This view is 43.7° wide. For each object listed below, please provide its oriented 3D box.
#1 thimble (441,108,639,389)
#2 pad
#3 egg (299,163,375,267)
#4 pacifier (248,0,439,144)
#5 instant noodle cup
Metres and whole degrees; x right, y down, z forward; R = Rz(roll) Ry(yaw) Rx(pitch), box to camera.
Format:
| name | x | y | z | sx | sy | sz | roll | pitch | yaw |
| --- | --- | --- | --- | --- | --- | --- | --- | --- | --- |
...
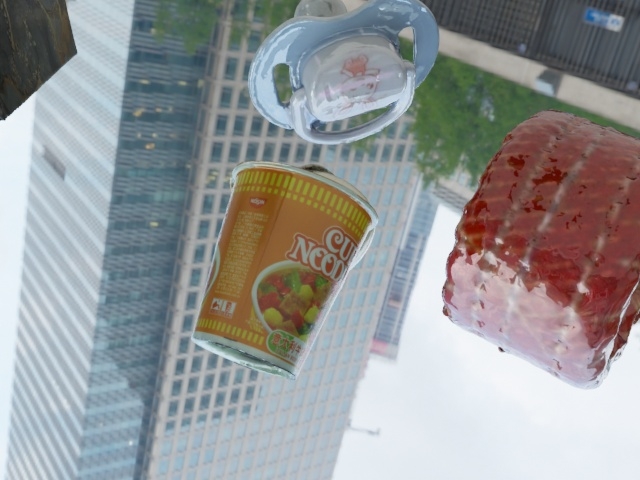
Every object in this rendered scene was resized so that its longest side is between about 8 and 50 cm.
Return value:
| name | x | y | z | sx | sy | sz | roll | pitch | yaw |
| --- | --- | --- | --- | --- | --- | --- | --- | --- | --- |
| thimble | 0.330 | 0.012 | 1.064 | 0.231 | 0.350 | 0.350 | 26 | -154 | 25 |
| pad | -0.247 | -0.295 | 0.590 | 0.007 | 0.367 | 0.247 | -6 | -155 | -1 |
| egg | -0.001 | -0.004 | 1.670 | 0.174 | 0.264 | 0.286 | 24 | -114 | 44 |
| pacifier | 0.027 | -0.277 | 1.183 | 0.287 | 0.238 | 0.225 | -17 | -125 | -2 |
| instant noodle cup | -0.048 | 0.036 | 0.817 | 0.169 | 0.185 | 0.168 | 19 | 163 | 6 |
